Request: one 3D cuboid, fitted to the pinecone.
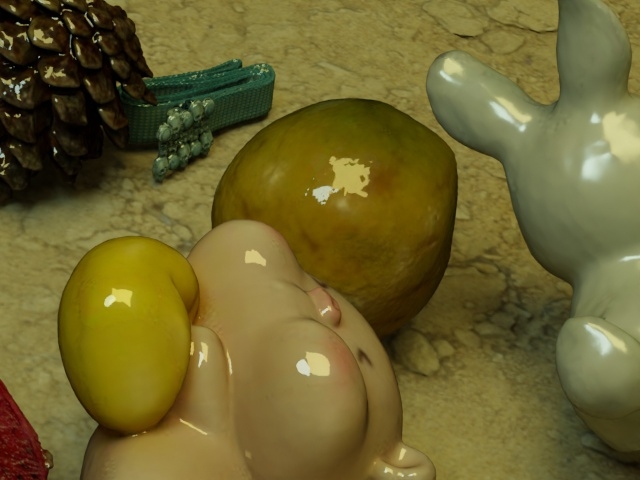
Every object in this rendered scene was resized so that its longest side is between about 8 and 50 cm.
[{"bbox_3d":[-0.250,-0.132,1.630,0.184,0.204,0.179,29,-1,18],"label":"pinecone"}]

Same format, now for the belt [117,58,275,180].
[{"bbox_3d":[-0.108,-0.124,1.754,0.179,0.065,0.100,-20,41,-35],"label":"belt"}]

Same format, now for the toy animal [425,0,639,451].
[{"bbox_3d":[0.233,-0.016,1.521,0.241,0.196,0.367,-9,75,-54],"label":"toy animal"}]

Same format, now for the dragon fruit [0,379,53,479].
[{"bbox_3d":[-0.281,0.205,1.279,0.126,0.161,0.274,46,23,-16],"label":"dragon fruit"}]

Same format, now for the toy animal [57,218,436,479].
[{"bbox_3d":[-0.049,0.122,1.287,0.247,0.277,0.345,-8,43,0],"label":"toy animal"}]

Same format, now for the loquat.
[{"bbox_3d":[0.000,0.000,1.535,0.213,0.213,0.246,33,69,20],"label":"loquat"}]
